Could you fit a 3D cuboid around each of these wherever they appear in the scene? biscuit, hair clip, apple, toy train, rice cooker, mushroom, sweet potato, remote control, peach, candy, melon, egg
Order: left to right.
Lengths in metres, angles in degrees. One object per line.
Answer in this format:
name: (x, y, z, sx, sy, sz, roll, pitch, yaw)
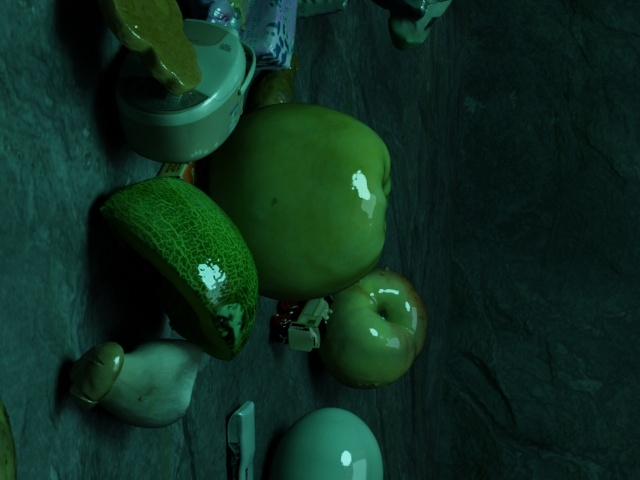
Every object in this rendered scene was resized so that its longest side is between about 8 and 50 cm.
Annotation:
mushroom: (-0.218, 0.163, 1.542, 0.225, 0.093, 0.116, 8, 109, -58)
biscuit: (-0.204, -0.265, 1.447, 0.236, 0.040, 0.144, 62, 30, -9)
rice cooker: (-0.161, -0.176, 1.571, 0.206, 0.145, 0.127, -61, 161, -52)
hair clip: (-0.144, -0.302, 1.688, 0.137, 0.090, 0.278, -67, 153, -44)
melon: (-0.131, 0.032, 1.579, 0.129, 0.169, 0.265, -44, 144, -18)
remote control: (-0.115, 0.327, 1.982, 0.065, 0.029, 0.166, -36, 127, -70)
candy: (-0.077, -0.328, 1.931, 0.092, 0.073, 0.160, 48, 47, -69)
sweet potato: (-0.070, -0.217, 1.993, 0.274, 0.067, 0.067, -70, 156, -49)
apple: (-0.026, -0.051, 1.754, 0.262, 0.262, 0.262, 3, 90, -73)
toy train: (-0.025, 0.122, 2.147, 0.138, 0.087, 0.050, -62, 153, -52)
egg: (0.005, 0.398, 2.126, 0.183, 0.183, 0.264, 20, 79, -72)
peach: (0.078, 0.162, 2.355, 0.232, 0.232, 0.232, 3, 90, -73)

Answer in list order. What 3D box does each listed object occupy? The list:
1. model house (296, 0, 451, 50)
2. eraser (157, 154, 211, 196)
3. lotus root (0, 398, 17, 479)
model house: (0.076, -0.429, 2.054, 0.284, 0.298, 0.243, -52, -170, 45)
eraser: (-0.163, -0.058, 1.753, 0.230, 0.038, 0.157, -70, 156, -47)
lotus root: (-0.322, 0.196, 1.109, 0.154, 0.140, 0.257, -56, 151, -48)
